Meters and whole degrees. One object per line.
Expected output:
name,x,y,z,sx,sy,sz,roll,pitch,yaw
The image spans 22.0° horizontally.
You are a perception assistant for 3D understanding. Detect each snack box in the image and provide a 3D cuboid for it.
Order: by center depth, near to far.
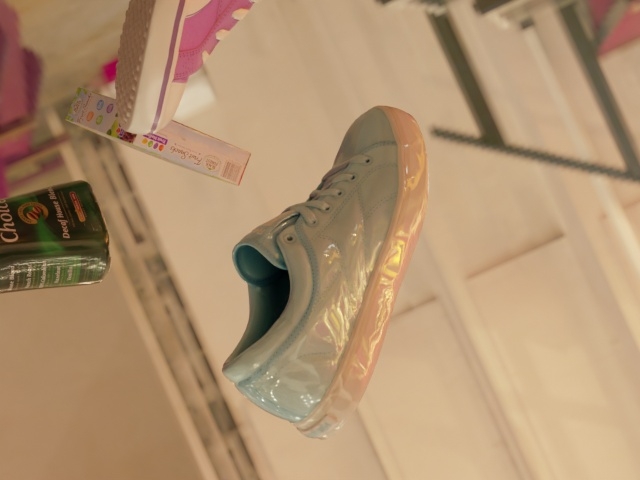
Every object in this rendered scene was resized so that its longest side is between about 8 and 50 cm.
snack box,-0.147,-0.095,1.508,0.100,0.037,0.141,19,178,43

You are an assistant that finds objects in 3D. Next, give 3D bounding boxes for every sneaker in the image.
sneaker,-0.060,-0.204,1.309,0.161,0.282,0.102,17,-176,-21
sneaker,0.000,0.000,1.591,0.135,0.150,0.366,-32,-144,49

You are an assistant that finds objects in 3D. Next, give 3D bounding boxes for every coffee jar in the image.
coffee jar,-0.291,0.005,1.506,0.184,0.096,0.079,-11,147,-22
